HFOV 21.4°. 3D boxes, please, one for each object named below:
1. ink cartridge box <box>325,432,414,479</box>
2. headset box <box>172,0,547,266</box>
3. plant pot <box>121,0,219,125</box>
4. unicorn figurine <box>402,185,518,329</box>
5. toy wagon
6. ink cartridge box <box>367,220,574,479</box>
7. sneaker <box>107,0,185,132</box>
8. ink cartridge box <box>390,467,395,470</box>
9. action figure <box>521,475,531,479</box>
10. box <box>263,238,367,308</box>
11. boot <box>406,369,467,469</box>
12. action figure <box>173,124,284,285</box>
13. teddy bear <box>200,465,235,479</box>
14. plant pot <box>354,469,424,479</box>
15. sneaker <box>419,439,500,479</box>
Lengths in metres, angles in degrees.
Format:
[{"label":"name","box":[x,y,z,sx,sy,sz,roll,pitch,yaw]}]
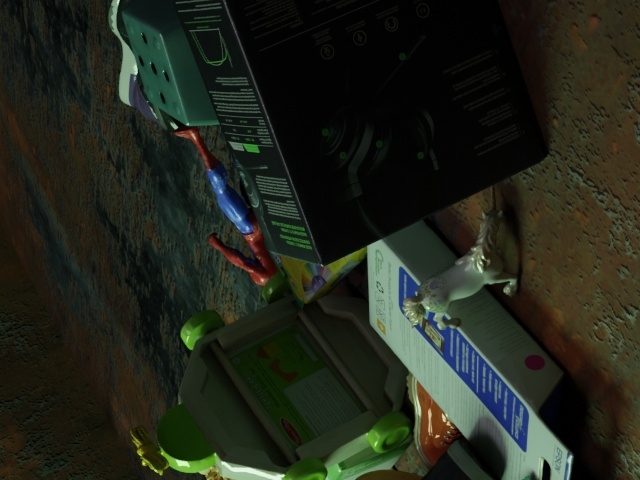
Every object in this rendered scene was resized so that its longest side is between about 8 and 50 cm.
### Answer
[{"label":"ink cartridge box","box":[0.007,0.233,2.236,0.198,0.115,0.273,63,161,16]},{"label":"headset box","box":[0.039,-0.139,1.511,0.131,0.246,0.283,12,126,66]},{"label":"plant pot","box":[-0.067,-0.218,1.707,0.166,0.234,0.165,35,145,56]},{"label":"unicorn figurine","box":[0.148,0.031,1.669,0.060,0.162,0.111,46,-179,32]},{"label":"toy wagon","box":[-0.066,0.188,2.029,0.267,0.344,0.068,52,159,31]},{"label":"ink cartridge box","box":[0.169,0.138,1.785,0.371,0.069,0.176,52,158,37]},{"label":"sneaker","box":[-0.201,-0.252,2.259,0.124,0.107,0.283,40,156,21]},{"label":"ink cartridge box","box":[0.138,0.469,2.280,0.239,0.060,0.275,46,153,40]},{"label":"action figure","box":[0.181,0.345,1.778,0.232,0.063,0.137,-45,61,57]},{"label":"box","box":[0.000,0.000,2.013,0.105,0.043,0.179,60,140,13]},{"label":"boot","box":[0.149,0.217,1.951,0.084,0.059,0.158,25,136,54]},{"label":"action figure","box":[-0.109,-0.040,2.224,0.139,0.091,0.280,6,127,62]},{"label":"teddy bear","box":[-0.103,0.269,2.219,0.338,0.113,0.245,22,132,66]},{"label":"plant pot","box":[0.096,0.445,1.992,0.291,0.203,0.291,25,141,22]},{"label":"sneaker","box":[0.142,0.285,1.856,0.083,0.118,0.222,50,-176,24]}]
